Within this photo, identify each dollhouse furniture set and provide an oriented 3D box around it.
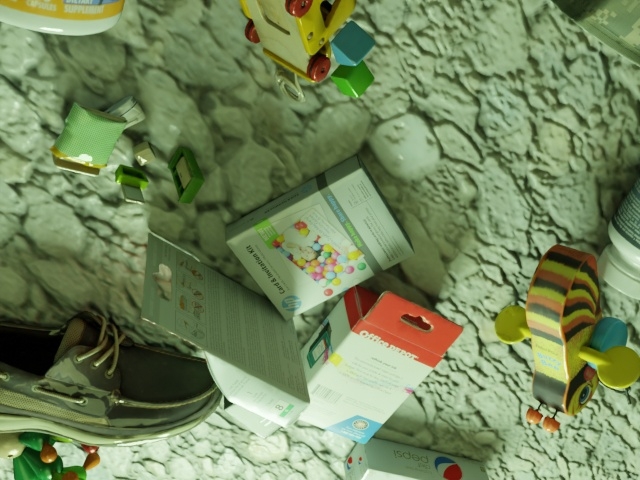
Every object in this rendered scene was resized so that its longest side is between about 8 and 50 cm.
[{"bbox_3d":[-0.205,-0.082,0.871,0.151,0.059,0.076,13,127,-38],"label":"dollhouse furniture set"}]

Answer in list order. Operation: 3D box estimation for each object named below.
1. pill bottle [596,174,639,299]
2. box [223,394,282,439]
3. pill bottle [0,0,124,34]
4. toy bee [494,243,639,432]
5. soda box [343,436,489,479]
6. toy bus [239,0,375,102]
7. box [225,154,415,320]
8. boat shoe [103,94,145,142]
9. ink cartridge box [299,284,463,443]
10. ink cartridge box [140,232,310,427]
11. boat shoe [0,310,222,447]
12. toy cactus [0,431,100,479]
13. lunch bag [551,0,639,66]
[{"bbox_3d":[0.415,-0.022,0.989,0.107,0.108,0.180,16,120,-17],"label":"pill bottle"},{"bbox_3d":[-0.084,0.220,1.117,0.062,0.052,0.083,-37,121,16],"label":"box"},{"bbox_3d":[-0.220,-0.327,0.680,0.152,0.152,0.272,11,122,-14],"label":"pill bottle"},{"bbox_3d":[0.324,0.160,1.042,0.162,0.195,0.298,-46,109,-22],"label":"toy bee"},{"bbox_3d":[0.148,0.362,1.230,0.216,0.069,0.074,16,120,-18],"label":"soda box"},{"bbox_3d":[-0.017,-0.240,0.788,0.104,0.202,0.191,-49,113,-12],"label":"toy bus"},{"bbox_3d":[0.000,0.000,0.992,0.186,0.038,0.145,-27,122,12],"label":"box"},{"bbox_3d":[-0.235,-0.117,0.887,0.100,0.035,0.035,-33,119,6],"label":"boat shoe"},{"bbox_3d":[0.064,0.150,1.074,0.134,0.078,0.231,26,116,-23],"label":"ink cartridge box"},{"bbox_3d":[-0.122,0.104,0.959,0.224,0.181,0.056,30,111,-24],"label":"ink cartridge box"},{"bbox_3d":[-0.297,0.166,1.007,0.355,0.132,0.130,2,123,-10],"label":"boat shoe"},{"bbox_3d":[-0.379,0.281,1.098,0.180,0.112,0.219,33,140,0],"label":"toy cactus"},{"bbox_3d":[0.409,-0.256,0.799,0.286,0.169,0.235,28,116,-18],"label":"lunch bag"}]
